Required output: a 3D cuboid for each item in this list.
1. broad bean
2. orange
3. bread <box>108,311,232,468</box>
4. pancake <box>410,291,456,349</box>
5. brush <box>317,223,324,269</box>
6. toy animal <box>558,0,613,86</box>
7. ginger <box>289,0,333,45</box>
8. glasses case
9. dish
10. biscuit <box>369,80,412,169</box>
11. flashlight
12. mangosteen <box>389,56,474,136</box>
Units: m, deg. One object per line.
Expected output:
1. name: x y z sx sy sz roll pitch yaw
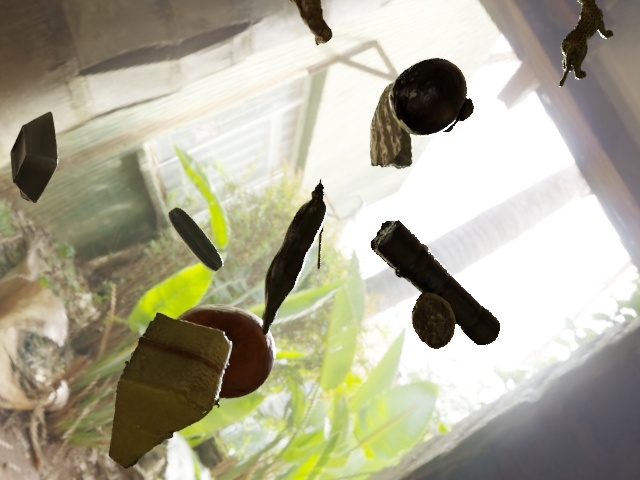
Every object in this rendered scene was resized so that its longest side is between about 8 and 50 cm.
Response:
1. broad bean: -0.056 0.027 1.385 0.061 0.339 0.077 23 -8 16
2. orange: -0.253 0.274 1.711 0.284 0.283 0.226 -177 -86 -75
3. bread: -0.309 0.322 1.420 0.263 0.198 0.236 -79 -170 -64
4. pancake: 0.264 0.190 1.610 0.139 0.022 0.140 16 -70 50
5. brush: 0.000 0.000 1.979 0.043 0.014 0.170 123 -29 -76
6. toy animal: 0.554 -0.436 1.474 0.073 0.181 0.136 27 -11 38
7. ginger: -0.020 -0.694 2.036 0.131 0.086 0.295 -46 -125 37
8. glasses case: -0.293 -0.001 1.606 0.178 0.045 0.067 53 -28 -12
9. dish: -0.693 -0.188 1.629 0.234 0.064 0.154 -41 -123 44
10. biscuit: 0.155 -0.235 1.475 0.265 0.040 0.188 115 -34 -56
11. flashlight: 0.293 0.110 1.681 0.424 0.103 0.103 42 -6 -20
12. mangosteen: 0.203 -0.252 1.241 0.152 0.152 0.152 57 -14 23
